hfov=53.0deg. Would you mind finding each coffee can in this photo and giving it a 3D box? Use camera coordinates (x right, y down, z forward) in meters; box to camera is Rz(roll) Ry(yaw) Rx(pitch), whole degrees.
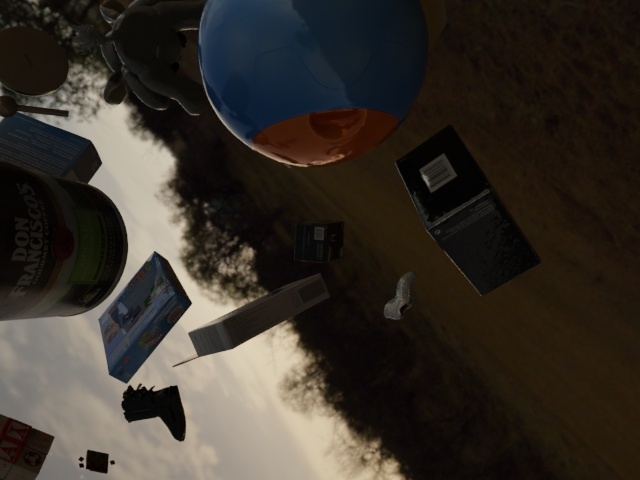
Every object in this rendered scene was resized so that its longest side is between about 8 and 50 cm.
[{"bbox_3d":[-0.398,0.002,0.798,0.201,0.202,0.275,54,-173,10],"label":"coffee can"}]

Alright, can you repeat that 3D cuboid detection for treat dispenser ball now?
[{"bbox_3d":[-0.009,-0.237,0.808,0.288,0.288,0.288,54,177,4],"label":"treat dispenser ball"}]

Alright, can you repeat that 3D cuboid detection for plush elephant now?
[{"bbox_3d":[-0.415,-0.448,1.516,0.255,0.330,0.271,-148,64,-68],"label":"plush elephant"}]

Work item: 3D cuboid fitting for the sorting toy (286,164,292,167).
[{"bbox_3d":[-0.081,-0.363,1.743,0.089,0.255,0.257,38,-176,-41],"label":"sorting toy"}]

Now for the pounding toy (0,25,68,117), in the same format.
[{"bbox_3d":[-0.734,-0.404,1.607,0.110,0.183,0.236,-27,69,56],"label":"pounding toy"}]

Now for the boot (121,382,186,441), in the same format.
[{"bbox_3d":[-0.298,0.312,1.151,0.045,0.099,0.121,-98,1,-69],"label":"boot"}]

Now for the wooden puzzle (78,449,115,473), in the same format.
[{"bbox_3d":[-0.490,0.485,1.406,0.083,0.006,0.049,25,-154,-29],"label":"wooden puzzle"}]

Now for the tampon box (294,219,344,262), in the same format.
[{"bbox_3d":[0.000,0.000,2.020,0.161,0.102,0.120,-13,-73,-65],"label":"tampon box"}]

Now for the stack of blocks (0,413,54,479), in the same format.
[{"bbox_3d":[-0.615,0.432,1.114,0.171,0.297,0.087,31,-158,-18],"label":"stack of blocks"}]

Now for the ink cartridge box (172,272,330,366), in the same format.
[{"bbox_3d":[-0.164,0.177,1.430,0.261,0.296,0.066,-24,90,46],"label":"ink cartridge box"}]

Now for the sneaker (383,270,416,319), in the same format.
[{"bbox_3d":[0.239,0.158,1.803,0.061,0.152,0.054,13,158,46],"label":"sneaker"}]

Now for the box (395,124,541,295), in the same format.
[{"bbox_3d":[0.361,-0.073,1.593,0.294,0.183,0.296,44,-159,-35],"label":"box"}]

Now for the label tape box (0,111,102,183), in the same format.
[{"bbox_3d":[-0.760,-0.137,1.613,0.249,0.347,0.115,22,156,10],"label":"label tape box"}]

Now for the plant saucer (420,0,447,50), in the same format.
[{"bbox_3d":[0.141,-0.504,1.035,0.333,0.081,0.332,42,-140,-70],"label":"plant saucer"}]

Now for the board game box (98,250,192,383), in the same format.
[{"bbox_3d":[-0.294,0.117,1.054,0.039,0.160,0.211,40,179,-29],"label":"board game box"}]
